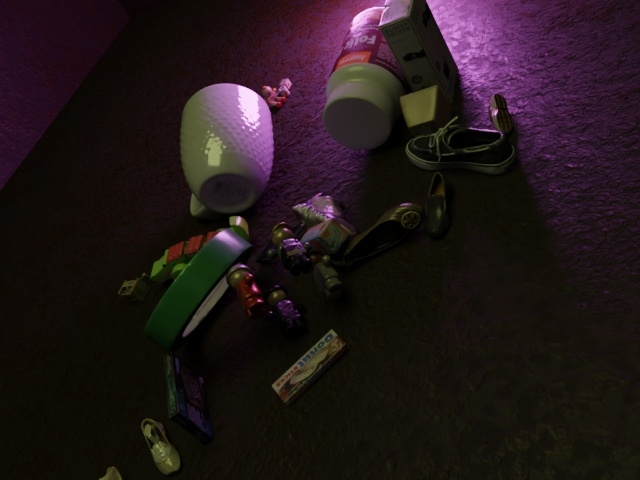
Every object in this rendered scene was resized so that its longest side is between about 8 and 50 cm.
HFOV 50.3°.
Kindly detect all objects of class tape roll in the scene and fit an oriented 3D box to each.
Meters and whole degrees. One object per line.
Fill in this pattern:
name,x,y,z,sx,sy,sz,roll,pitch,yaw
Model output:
tape roll,-0.286,0.120,1.620,0.321,0.077,0.321,-53,-2,-2

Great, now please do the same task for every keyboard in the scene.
keyboard,-0.107,0.020,1.731,0.180,0.023,0.108,-27,25,55

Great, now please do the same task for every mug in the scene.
mug,-0.296,-0.221,2.024,0.374,0.276,0.327,-50,34,37

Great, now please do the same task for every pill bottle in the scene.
pill bottle,0.141,-0.452,1.906,0.224,0.224,0.392,-10,45,32

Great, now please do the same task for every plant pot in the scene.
plant pot,0.275,-0.318,1.766,0.109,0.109,0.096,-13,57,29

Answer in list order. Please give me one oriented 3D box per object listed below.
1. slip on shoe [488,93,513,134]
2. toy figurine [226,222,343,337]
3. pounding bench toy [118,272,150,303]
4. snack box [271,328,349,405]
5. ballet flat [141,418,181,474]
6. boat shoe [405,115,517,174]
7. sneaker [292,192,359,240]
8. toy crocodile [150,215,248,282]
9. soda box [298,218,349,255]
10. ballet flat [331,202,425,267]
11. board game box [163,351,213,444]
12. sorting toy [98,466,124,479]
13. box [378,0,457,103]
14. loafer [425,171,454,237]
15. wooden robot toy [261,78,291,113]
slip on shoe,0.434,-0.302,1.666,0.041,0.052,0.135,121,155,-47
toy figurine,-0.078,0.088,1.518,0.209,0.213,0.148,-46,45,11
pounding bench toy,-0.540,0.135,1.989,0.065,0.052,0.083,-9,46,33
snack box,-0.022,0.270,1.452,0.178,0.022,0.064,-43,36,-6
ballet flat,-0.361,0.455,1.509,0.057,0.052,0.168,-44,38,-9
boat shoe,0.317,-0.229,1.629,0.113,0.105,0.306,-50,39,-15
sneaker,0.029,-0.062,1.707,0.105,0.095,0.236,-40,35,-15
toy crocodile,-0.338,0.033,1.888,0.341,0.105,0.115,-19,41,24
soda box,0.000,0.000,1.625,0.063,0.058,0.183,-52,11,-18
ballet flat,0.130,-0.004,1.563,0.250,0.084,0.058,-29,24,20
board game box,-0.294,0.346,1.509,0.026,0.126,0.186,-33,37,7
sorting toy,-0.481,0.555,1.515,0.075,0.045,0.083,-21,40,32
box,0.266,-0.511,1.813,0.087,0.290,0.169,-12,44,31
loafer,0.263,-0.082,1.556,0.062,0.061,0.170,-12,45,28
wooden robot toy,-0.162,-0.500,2.324,0.076,0.079,0.173,15,62,47
